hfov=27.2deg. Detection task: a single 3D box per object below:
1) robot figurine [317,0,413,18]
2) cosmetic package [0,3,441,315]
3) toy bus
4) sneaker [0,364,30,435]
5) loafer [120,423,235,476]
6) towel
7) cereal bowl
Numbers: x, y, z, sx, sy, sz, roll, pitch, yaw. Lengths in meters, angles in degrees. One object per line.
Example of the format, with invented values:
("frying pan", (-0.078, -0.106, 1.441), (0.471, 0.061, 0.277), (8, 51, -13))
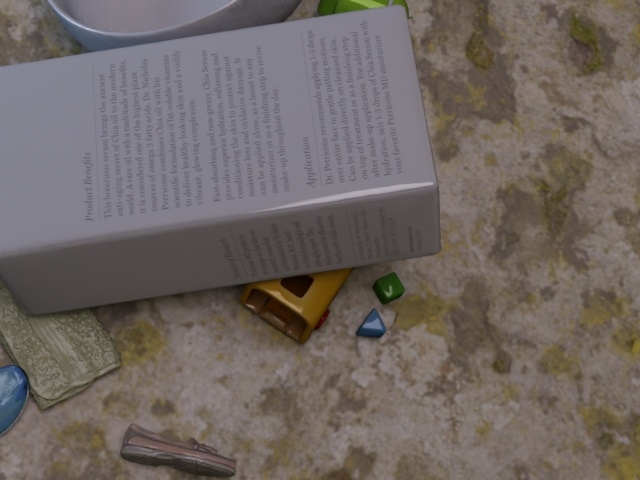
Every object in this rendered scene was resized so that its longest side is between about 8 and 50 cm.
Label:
("robot figurine", (0.057, -0.284, 1.629), (0.115, 0.067, 0.101), (22, 48, -3))
("cosmetic package", (-0.113, -0.081, 1.397), (0.453, 0.161, 0.230), (-8, 63, 2))
("toy bus", (-0.002, 0.012, 1.489), (0.191, 0.104, 0.202), (-10, 73, -15))
("sneaker", (-0.370, 0.186, 1.370), (0.162, 0.073, 0.063), (-39, 81, -21))
("loafer", (-0.150, 0.223, 1.417), (0.125, 0.045, 0.039), (11, 62, -4))
("towel", (-0.294, 0.099, 1.442), (0.110, 0.027, 0.148), (-31, 79, -21))
("cereal bowl", (-0.146, -0.319, 1.532), (0.339, 0.141, 0.339), (-10, 53, 14))
